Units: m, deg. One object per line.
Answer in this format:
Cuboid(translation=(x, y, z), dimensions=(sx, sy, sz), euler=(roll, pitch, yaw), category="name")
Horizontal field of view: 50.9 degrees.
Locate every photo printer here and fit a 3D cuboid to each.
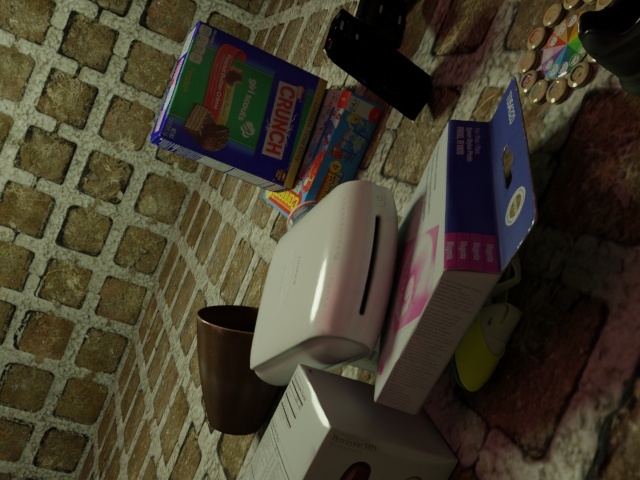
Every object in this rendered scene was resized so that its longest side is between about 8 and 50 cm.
Cuboid(translation=(0.006, 0.067, 0.991), dimensions=(0.307, 0.107, 0.256), euler=(-38, 36, 58), category="photo printer")

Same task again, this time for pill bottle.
Cuboid(translation=(0.000, 0.000, 1.338), dimensions=(0.108, 0.107, 0.180), euler=(-62, 24, 16), category="pill bottle")

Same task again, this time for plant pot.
Cuboid(translation=(-0.162, 0.271, 1.383), dimensions=(0.215, 0.215, 0.231), euler=(-155, 73, -68), category="plant pot")

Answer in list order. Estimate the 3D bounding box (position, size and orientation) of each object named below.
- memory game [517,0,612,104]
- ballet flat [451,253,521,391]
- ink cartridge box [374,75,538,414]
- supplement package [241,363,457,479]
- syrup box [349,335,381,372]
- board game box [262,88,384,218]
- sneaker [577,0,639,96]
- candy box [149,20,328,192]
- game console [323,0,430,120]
Cuboid(translation=(0.338, -0.273, 0.923), dimensions=(0.186, 0.012, 0.186), euler=(-49, 29, 41), category="memory game")
Cuboid(translation=(0.212, 0.071, 0.837), dimensions=(0.077, 0.077, 0.231), euler=(-17, 51, 43), category="ballet flat")
Cuboid(translation=(0.157, -0.006, 0.852), dimensions=(0.324, 0.071, 0.330), euler=(-76, 3, -51), category="ink cartridge box")
Cuboid(translation=(0.030, 0.305, 0.880), dimensions=(0.203, 0.194, 0.149), euler=(-65, 23, 12), category="supplement package")
Cuboid(translation=(0.066, 0.105, 1.108), dimensions=(0.096, 0.093, 0.237), euler=(-61, 23, 20), category="syrup box")
Cuboid(translation=(-0.006, -0.193, 1.552), dimensions=(0.302, 0.086, 0.308), euler=(-66, 22, 6), category="board game box")
Cuboid(translation=(0.383, -0.273, 0.664), dimensions=(0.286, 0.130, 0.109), euler=(-51, 26, 35), category="sneaker")
Cuboid(translation=(-0.177, -0.285, 1.492), dimensions=(0.122, 0.317, 0.268), euler=(5, 76, 65), category="candy box")
Cuboid(translation=(0.122, -0.388, 1.288), dimensions=(0.044, 0.213, 0.361), euler=(-42, 23, 39), category="game console")
